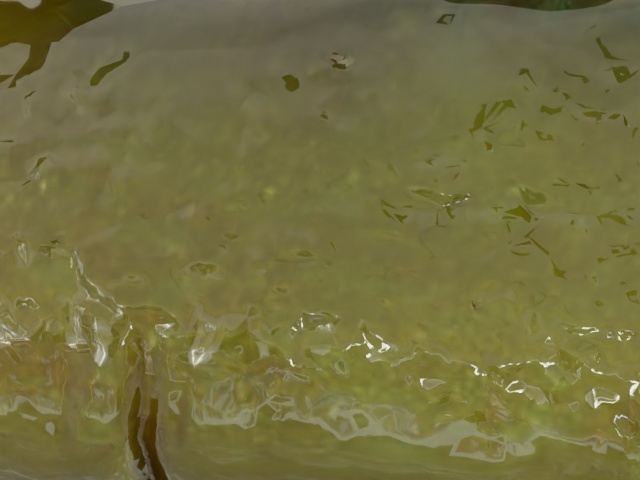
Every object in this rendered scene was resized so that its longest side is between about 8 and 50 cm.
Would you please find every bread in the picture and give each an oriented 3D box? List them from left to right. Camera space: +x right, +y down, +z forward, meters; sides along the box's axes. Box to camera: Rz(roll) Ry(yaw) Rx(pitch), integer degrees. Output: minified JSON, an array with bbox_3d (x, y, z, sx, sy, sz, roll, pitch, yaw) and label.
[{"bbox_3d":[0.000,0.000,0.631,0.377,0.208,0.251,2,66,12],"label":"bread"}]
